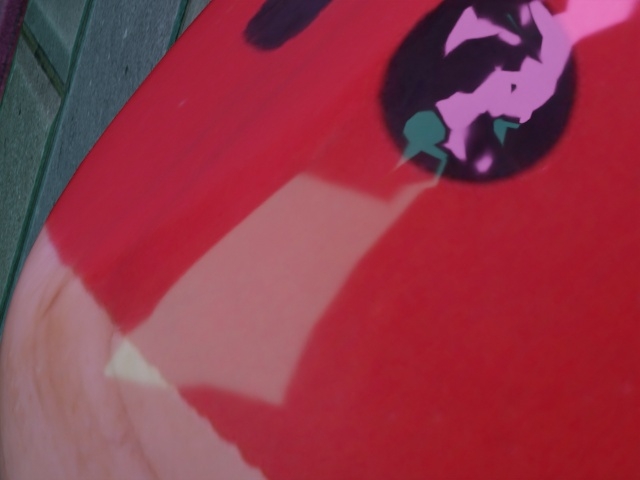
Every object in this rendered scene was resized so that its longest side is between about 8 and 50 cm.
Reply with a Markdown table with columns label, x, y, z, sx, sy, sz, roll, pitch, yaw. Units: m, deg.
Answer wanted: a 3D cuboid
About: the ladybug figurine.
| label | x | y | z | sx | sy | sz | roll | pitch | yaw |
| --- | --- | --- | --- | --- | --- | --- | --- | --- | --- |
| ladybug figurine | 0.075 | -0.041 | 0.433 | 0.449 | 0.162 | 0.305 | -46 | 24 | -3 |
